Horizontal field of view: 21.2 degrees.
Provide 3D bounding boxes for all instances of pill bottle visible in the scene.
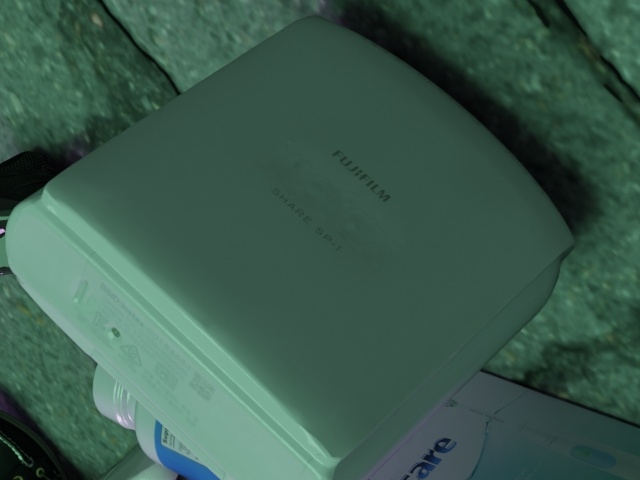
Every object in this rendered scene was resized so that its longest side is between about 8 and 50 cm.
[{"bbox_3d":[-0.071,0.141,1.382,0.221,0.124,0.124,22,133,30],"label":"pill bottle"}]

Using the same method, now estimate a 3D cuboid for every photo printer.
[{"bbox_3d":[0.000,0.000,1.061,0.256,0.307,0.107,43,139,12],"label":"photo printer"}]

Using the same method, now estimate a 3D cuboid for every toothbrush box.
[{"bbox_3d":[0.165,0.230,1.169,0.295,0.216,0.126,19,132,30],"label":"toothbrush box"}]

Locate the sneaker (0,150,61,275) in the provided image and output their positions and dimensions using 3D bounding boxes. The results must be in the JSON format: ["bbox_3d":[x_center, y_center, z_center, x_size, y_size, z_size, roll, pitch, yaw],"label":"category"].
[{"bbox_3d":[-0.206,-0.024,1.414,0.227,0.130,0.087,-2,119,10],"label":"sneaker"}]

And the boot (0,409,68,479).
[{"bbox_3d":[-0.288,0.274,1.637,0.085,0.178,0.236,-35,103,10],"label":"boot"}]

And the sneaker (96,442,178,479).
[{"bbox_3d":[-0.158,0.244,1.588,0.094,0.080,0.212,45,150,-3],"label":"sneaker"}]
